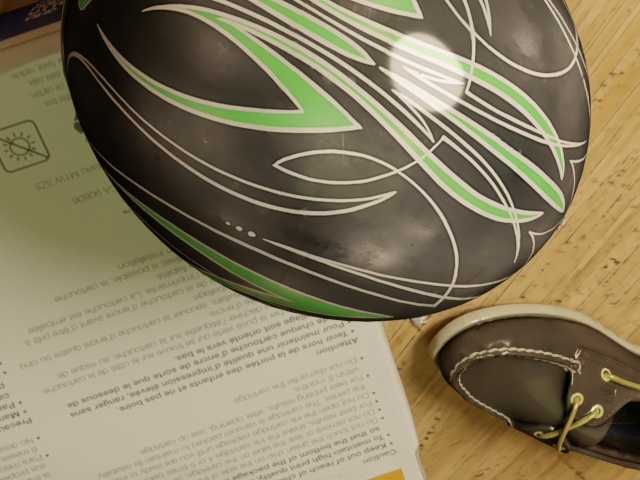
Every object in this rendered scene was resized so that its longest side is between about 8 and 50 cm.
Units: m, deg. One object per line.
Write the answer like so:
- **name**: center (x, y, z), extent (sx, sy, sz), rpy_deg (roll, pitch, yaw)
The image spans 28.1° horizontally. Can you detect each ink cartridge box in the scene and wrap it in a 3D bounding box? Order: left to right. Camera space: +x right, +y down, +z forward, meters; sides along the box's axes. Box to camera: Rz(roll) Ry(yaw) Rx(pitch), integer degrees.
- **ink cartridge box**: center (-0.133, 0.065, 0.600), extent (0.324, 0.071, 0.330), rpy_deg (-18, 120, 0)

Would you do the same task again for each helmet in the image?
- **helmet**: center (0.005, -0.052, 0.427), extent (0.169, 0.161, 0.169), rpy_deg (-16, 119, -32)

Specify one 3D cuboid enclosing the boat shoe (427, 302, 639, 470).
- **boat shoe**: center (0.170, 0.100, 0.815), extent (0.228, 0.068, 0.081), rpy_deg (16, 131, -31)
